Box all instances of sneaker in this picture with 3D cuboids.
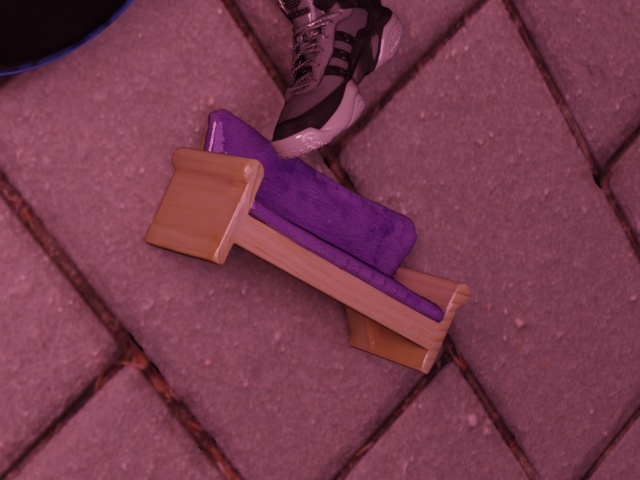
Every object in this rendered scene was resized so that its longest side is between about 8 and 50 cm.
[{"bbox_3d":[-0.012,-0.214,1.754,0.153,0.101,0.268,54,45,-23],"label":"sneaker"}]

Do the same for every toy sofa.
[{"bbox_3d":[0.000,0.000,1.790,0.362,0.150,0.177,30,81,-36],"label":"toy sofa"}]

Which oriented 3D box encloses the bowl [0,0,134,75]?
[{"bbox_3d":[-0.265,-0.320,1.394,0.391,0.077,0.391,-34,144,-29],"label":"bowl"}]
